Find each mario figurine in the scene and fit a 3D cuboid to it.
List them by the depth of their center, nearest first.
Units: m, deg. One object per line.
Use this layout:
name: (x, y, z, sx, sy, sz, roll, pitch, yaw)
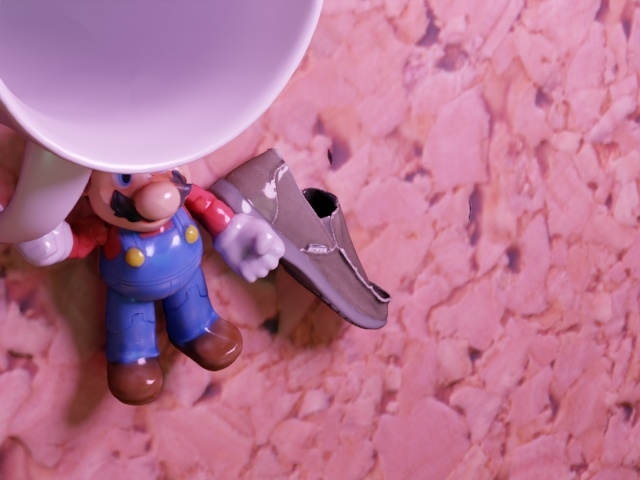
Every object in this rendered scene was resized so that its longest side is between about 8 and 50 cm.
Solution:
mario figurine: (-0.147, 0.006, 1.406, 0.198, 0.170, 0.321, -56, 146, -44)

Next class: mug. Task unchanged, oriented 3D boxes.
mug: (-0.208, -0.181, 1.179, 0.276, 0.328, 0.374, 4, 107, -38)

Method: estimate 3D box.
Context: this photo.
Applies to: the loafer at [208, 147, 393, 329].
loafer: (0.000, 0.000, 1.568, 0.087, 0.094, 0.251, -50, 130, -3)
